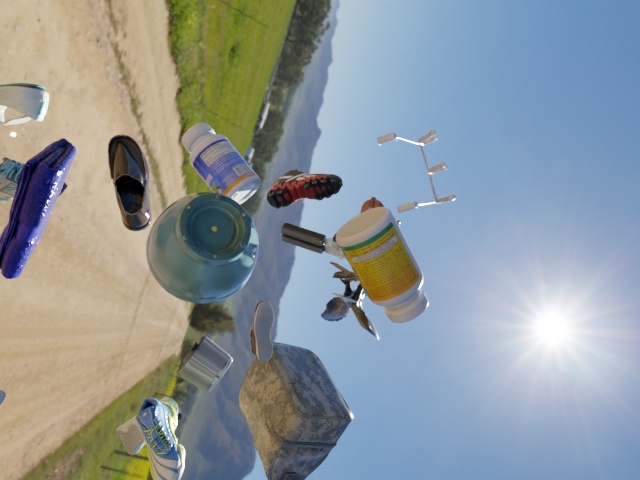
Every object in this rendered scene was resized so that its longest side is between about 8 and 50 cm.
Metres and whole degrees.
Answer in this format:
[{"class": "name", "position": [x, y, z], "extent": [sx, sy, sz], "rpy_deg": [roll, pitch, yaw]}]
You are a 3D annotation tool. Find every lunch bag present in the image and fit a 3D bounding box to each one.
[{"class": "lunch bag", "position": [-0.094, 0.459, 1.156], "extent": [0.256, 0.212, 0.305], "rpy_deg": [-59, -144, 11]}]

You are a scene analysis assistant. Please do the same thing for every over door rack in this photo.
[{"class": "over door rack", "position": [0.332, -0.226, 1.381], "extent": [0.108, 0.324, 0.240], "rpy_deg": [-17, -92, 40]}]

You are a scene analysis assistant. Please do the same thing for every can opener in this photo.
[{"class": "can opener", "position": [0.000, 0.000, 1.457], "extent": [0.074, 0.280, 0.093], "rpy_deg": [91, 19, -44]}]

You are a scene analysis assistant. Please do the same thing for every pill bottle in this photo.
[{"class": "pill bottle", "position": [-0.338, -0.256, 1.445], "extent": [0.152, 0.272, 0.152], "rpy_deg": [-39, 173, -6]}, {"class": "pill bottle", "position": [0.125, 0.051, 0.834], "extent": [0.117, 0.209, 0.118], "rpy_deg": [-28, -162, 10]}]

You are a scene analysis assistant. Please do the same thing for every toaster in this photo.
[{"class": "toaster", "position": [-0.417, 0.449, 1.570], "extent": [0.227, 0.146, 0.129], "rpy_deg": [-52, -176, 42]}]

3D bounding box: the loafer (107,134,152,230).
[{"class": "loafer", "position": [-0.669, -0.222, 1.531], "extent": [0.130, 0.133, 0.366], "rpy_deg": [138, -65, -66]}]

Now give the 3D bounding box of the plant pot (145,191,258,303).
[{"class": "plant pot", "position": [-0.284, -0.003, 1.099], "extent": [0.196, 0.292, 0.293], "rpy_deg": [-39, -148, 60]}]

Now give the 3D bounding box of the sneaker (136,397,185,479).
[{"class": "sneaker", "position": [-0.418, 0.500, 1.090], "extent": [0.091, 0.126, 0.240], "rpy_deg": [-34, -143, -7]}]

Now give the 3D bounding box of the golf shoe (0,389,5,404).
[{"class": "golf shoe", "position": [-0.558, 0.143, 0.640], "extent": [0.105, 0.120, 0.273], "rpy_deg": [-39, -116, 30]}]

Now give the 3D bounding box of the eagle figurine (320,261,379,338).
[{"class": "eagle figurine", "position": [0.129, 0.256, 1.704], "extent": [0.226, 0.224, 0.299], "rpy_deg": [-124, -146, -60]}]

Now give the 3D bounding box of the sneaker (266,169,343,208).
[{"class": "sneaker", "position": [-0.056, -0.201, 1.537], "extent": [0.135, 0.275, 0.098], "rpy_deg": [-87, 161, -47]}]

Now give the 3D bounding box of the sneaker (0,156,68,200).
[{"class": "sneaker", "position": [-0.877, -0.174, 1.254], "extent": [0.122, 0.282, 0.110], "rpy_deg": [80, 21, -45]}]

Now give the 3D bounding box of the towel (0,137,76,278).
[{"class": "towel", "position": [-0.698, -0.087, 1.051], "extent": [0.308, 0.076, 0.228], "rpy_deg": [-58, -150, 16]}]

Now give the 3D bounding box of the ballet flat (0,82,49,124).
[{"class": "ballet flat", "position": [-1.081, -0.451, 1.427], "extent": [0.139, 0.399, 0.139], "rpy_deg": [6, 90, -77]}]

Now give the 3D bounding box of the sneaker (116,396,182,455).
[{"class": "sneaker", "position": [-0.514, 0.555, 1.308], "extent": [0.151, 0.094, 0.256], "rpy_deg": [-28, 172, -47]}]

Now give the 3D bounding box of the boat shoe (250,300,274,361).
[{"class": "boat shoe", "position": [-0.118, 0.175, 0.849], "extent": [0.038, 0.046, 0.125], "rpy_deg": [17, -65, 47]}]

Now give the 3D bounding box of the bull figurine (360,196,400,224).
[{"class": "bull figurine", "position": [0.200, -0.030, 1.482], "extent": [0.310, 0.101, 0.189], "rpy_deg": [41, 55, -58]}]
